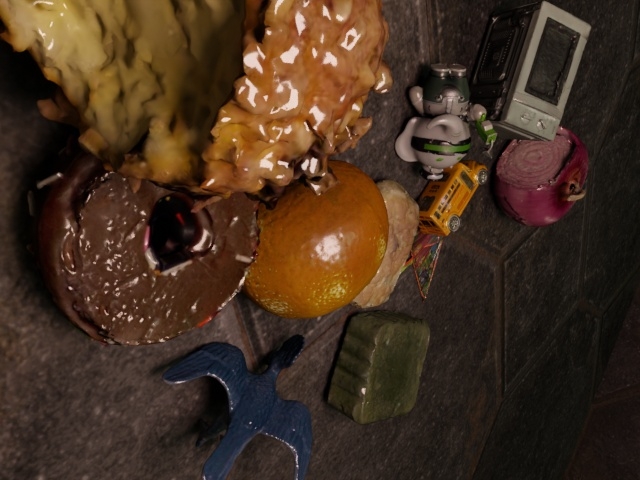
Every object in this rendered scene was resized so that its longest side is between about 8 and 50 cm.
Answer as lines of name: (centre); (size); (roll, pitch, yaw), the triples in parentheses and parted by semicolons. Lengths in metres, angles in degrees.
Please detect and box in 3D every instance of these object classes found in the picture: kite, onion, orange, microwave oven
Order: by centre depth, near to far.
orange: (0.002, 0.003, 0.806); (0.237, 0.158, 0.179); (-42, 128, -26)
microwave oven: (0.353, -0.293, 1.065); (0.122, 0.162, 0.208); (15, 95, -24)
kite: (0.199, 0.022, 1.150); (0.183, 0.014, 0.241); (-39, 133, -29)
onion: (0.467, -0.126, 1.268); (0.200, 0.200, 0.208); (45, 51, -48)

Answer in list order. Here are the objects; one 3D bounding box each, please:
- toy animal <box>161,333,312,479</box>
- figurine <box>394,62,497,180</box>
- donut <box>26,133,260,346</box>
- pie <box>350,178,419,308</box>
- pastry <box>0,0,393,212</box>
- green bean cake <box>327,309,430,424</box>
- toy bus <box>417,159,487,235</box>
toy animal: (-0.097, 0.219, 0.808); (0.239, 0.255, 0.176); (40, 102, -10)
figurine: (0.198, -0.187, 0.983); (0.147, 0.126, 0.193); (-3, 120, -10)
donut: (-0.179, -0.016, 0.645); (0.269, 0.103, 0.270); (-25, 126, -41)
pie: (0.087, 0.005, 0.987); (0.185, 0.052, 0.218); (18, 95, -51)
pastry: (-0.100, -0.233, 0.474); (0.405, 0.292, 0.337); (61, 30, -19)
green bean cake: (0.108, 0.218, 1.071); (0.183, 0.094, 0.185); (9, 99, -49)
toy bus: (0.233, -0.088, 1.091); (0.074, 0.069, 0.162); (44, 71, -30)
